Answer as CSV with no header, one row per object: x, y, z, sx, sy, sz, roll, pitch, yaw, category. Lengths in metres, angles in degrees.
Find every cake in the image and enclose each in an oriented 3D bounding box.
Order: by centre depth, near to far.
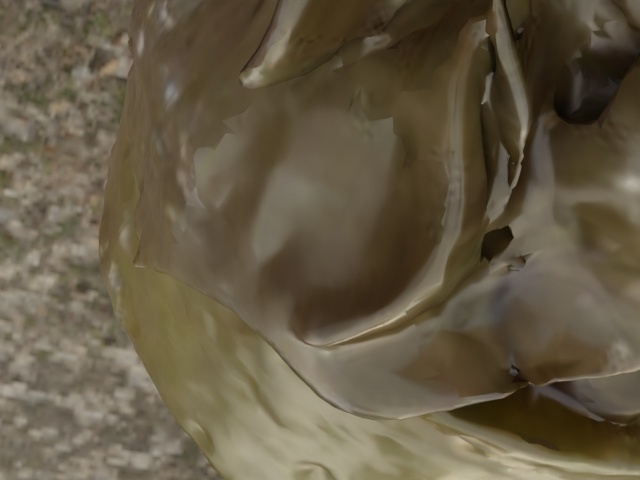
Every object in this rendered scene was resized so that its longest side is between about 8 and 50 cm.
0.094,-0.074,0.512,0.332,0.332,0.321,11,147,-7,cake
